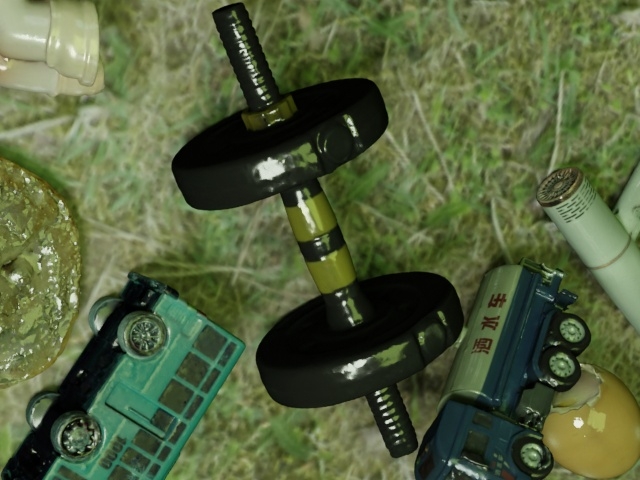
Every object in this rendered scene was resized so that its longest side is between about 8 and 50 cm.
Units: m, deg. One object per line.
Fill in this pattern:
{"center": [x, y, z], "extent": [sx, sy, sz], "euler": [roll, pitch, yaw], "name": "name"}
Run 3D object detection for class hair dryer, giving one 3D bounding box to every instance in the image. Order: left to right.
{"center": [0.269, -0.039, 1.100], "extent": [0.183, 0.044, 0.155], "euler": [-47, 115, -16], "name": "hair dryer"}

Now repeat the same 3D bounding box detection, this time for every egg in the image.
{"center": [0.205, 0.141, 1.070], "extent": [0.080, 0.080, 0.096], "euler": [-39, 117, -16], "name": "egg"}

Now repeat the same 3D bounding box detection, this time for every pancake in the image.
{"center": [-0.221, 0.024, 0.881], "extent": [0.158, 0.028, 0.158], "euler": [-5, 100, -28], "name": "pancake"}

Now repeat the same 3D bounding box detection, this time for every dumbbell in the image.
{"center": [0.000, 0.000, 0.918], "extent": [0.143, 0.143, 0.325], "euler": [-28, 108, -20], "name": "dumbbell"}

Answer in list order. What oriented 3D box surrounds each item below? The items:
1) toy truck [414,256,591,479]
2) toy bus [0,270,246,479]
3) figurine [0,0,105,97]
{"center": [0.130, 0.099, 0.990], "extent": [0.088, 0.074, 0.202], "euler": [26, 53, -1], "name": "toy truck"}
{"center": [-0.127, 0.110, 0.908], "extent": [0.092, 0.079, 0.160], "euler": [37, 79, -25], "name": "toy bus"}
{"center": [-0.256, -0.132, 0.776], "extent": [0.256, 0.182, 0.145], "euler": [-12, 86, -22], "name": "figurine"}
